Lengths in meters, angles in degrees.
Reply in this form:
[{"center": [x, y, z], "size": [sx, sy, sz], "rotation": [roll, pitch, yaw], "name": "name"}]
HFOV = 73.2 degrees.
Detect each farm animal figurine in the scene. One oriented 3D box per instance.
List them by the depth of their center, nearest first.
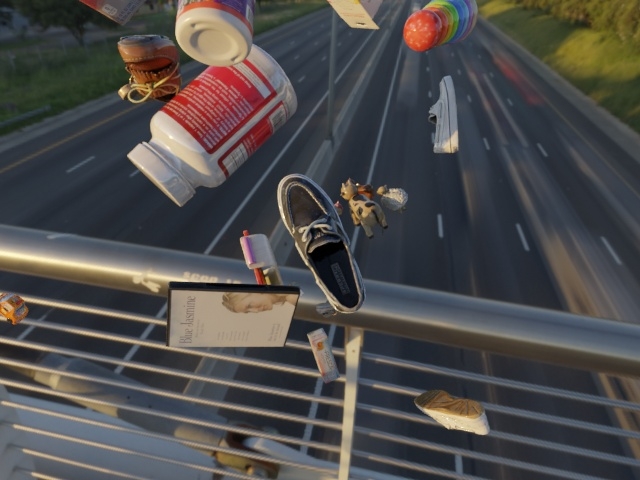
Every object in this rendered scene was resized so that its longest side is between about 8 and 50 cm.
[{"center": [0.120, -0.127, 1.651], "size": [0.330, 0.172, 0.327], "rotation": [-45, 43, -20], "name": "farm animal figurine"}]

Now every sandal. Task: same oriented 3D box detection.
[{"center": [-0.581, -0.501, 1.383], "size": [0.088, 0.079, 0.240], "rotation": [-33, 11, 16], "name": "sandal"}]

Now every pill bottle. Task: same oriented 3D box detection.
[{"center": [-0.150, -0.372, 0.639], "size": [0.108, 0.108, 0.193], "rotation": [1, 75, -1], "name": "pill bottle"}, {"center": [-0.271, -0.287, 1.097], "size": [0.407, 0.229, 0.229], "rotation": [-47, 50, -13], "name": "pill bottle"}]

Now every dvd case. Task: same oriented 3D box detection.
[{"center": [-0.180, 0.156, 0.878], "size": [0.253, 0.180, 0.022], "rotation": [4, 40, -16], "name": "dvd case"}]

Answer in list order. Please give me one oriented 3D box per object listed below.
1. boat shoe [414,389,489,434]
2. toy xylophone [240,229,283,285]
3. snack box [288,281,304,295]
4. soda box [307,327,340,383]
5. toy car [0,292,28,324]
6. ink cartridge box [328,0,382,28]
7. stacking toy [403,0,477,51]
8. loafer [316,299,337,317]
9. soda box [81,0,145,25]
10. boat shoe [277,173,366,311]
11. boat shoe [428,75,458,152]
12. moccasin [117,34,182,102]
[{"center": [0.395, 0.533, 1.319], "size": [0.098, 0.096, 0.277], "rotation": [-29, 5, -24], "name": "boat shoe"}, {"center": [-0.176, 0.115, 1.424], "size": [0.081, 0.322, 0.236], "rotation": [-18, 55, -5], "name": "toy xylophone"}, {"center": [-0.133, 0.210, 1.552], "size": [0.141, 0.037, 0.100], "rotation": [-36, 14, -8], "name": "snack box"}, {"center": [0.012, 0.394, 1.471], "size": [0.058, 0.183, 0.063], "rotation": [-20, 24, -11], "name": "soda box"}, {"center": [-0.556, 0.124, 0.729], "size": [0.040, 0.060, 0.122], "rotation": [-32, 2, 20], "name": "toy car"}, {"center": [0.076, -0.624, 1.085], "size": [0.115, 0.067, 0.198], "rotation": [30, 3, 40], "name": "ink cartridge box"}, {"center": [0.300, -0.548, 1.100], "size": [0.141, 0.141, 0.330], "rotation": [16, 39, 22], "name": "stacking toy"}, {"center": [0.022, 0.166, 1.031], "size": [0.045, 0.039, 0.125], "rotation": [-4, -2, 16], "name": "loafer"}, {"center": [-0.145, -0.325, 0.383], "size": [0.092, 0.263, 0.083], "rotation": [11, 55, -57], "name": "soda box"}, {"center": [0.000, 0.000, 0.826], "size": [0.108, 0.301, 0.102], "rotation": [-23, -8, 0], "name": "boat shoe"}, {"center": [0.393, -0.404, 1.390], "size": [0.088, 0.267, 0.096], "rotation": [-4, -11, 17], "name": "boat shoe"}, {"center": [-0.433, -0.431, 1.123], "size": [0.139, 0.147, 0.380], "rotation": [-8, 10, -15], "name": "moccasin"}]
